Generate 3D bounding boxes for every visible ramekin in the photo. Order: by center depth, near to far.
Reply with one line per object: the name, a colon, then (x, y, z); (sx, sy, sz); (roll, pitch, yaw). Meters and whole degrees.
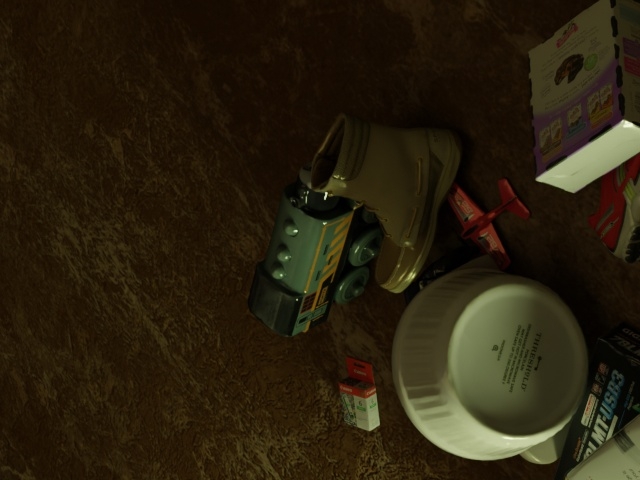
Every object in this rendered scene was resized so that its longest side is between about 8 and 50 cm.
ramekin: (0.243, 0.167, 1.950); (0.273, 0.273, 0.127); (65, 160, -1)

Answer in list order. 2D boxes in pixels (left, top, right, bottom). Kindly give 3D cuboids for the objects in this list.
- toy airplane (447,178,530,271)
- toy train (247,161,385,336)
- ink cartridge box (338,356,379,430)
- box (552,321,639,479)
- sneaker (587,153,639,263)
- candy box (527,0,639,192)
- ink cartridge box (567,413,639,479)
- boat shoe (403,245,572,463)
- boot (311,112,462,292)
toy airplane: (0.243, -0.036, 2.052); (0.151, 0.028, 0.151); (22, 126, 35)
toy train: (0.000, 0.000, 2.198); (0.142, 0.190, 0.334); (40, 134, 25)
ink cartridge box: (0.063, 0.258, 2.386); (0.063, 0.029, 0.115); (12, 118, 42)
box: (0.479, 0.307, 1.948); (0.293, 0.073, 0.295); (34, 129, 32)
sneaker: (0.403, -0.103, 1.802); (0.118, 0.107, 0.279); (44, 133, 38)
candy box: (0.339, -0.185, 1.770); (0.165, 0.070, 0.196); (-36, 44, 49)
ink cartridge box: (0.483, 0.293, 1.794); (0.211, 0.121, 0.289); (53, 136, 14)
boat shoe: (0.245, 0.173, 2.107); (0.158, 0.127, 0.340); (-20, 94, 64)
boot: (0.074, -0.053, 2.049); (0.095, 0.203, 0.262); (56, 132, 54)
